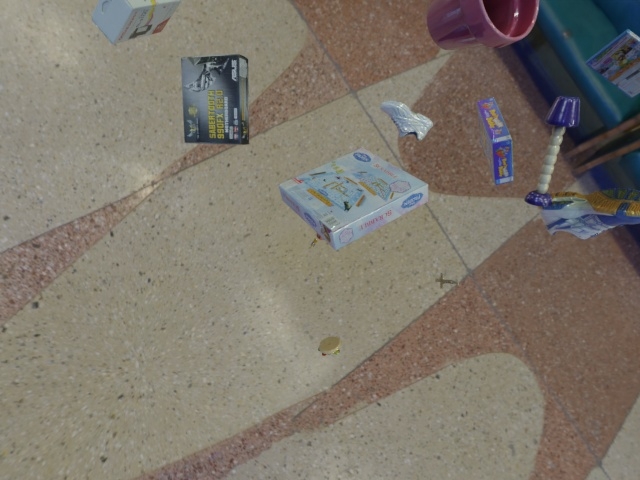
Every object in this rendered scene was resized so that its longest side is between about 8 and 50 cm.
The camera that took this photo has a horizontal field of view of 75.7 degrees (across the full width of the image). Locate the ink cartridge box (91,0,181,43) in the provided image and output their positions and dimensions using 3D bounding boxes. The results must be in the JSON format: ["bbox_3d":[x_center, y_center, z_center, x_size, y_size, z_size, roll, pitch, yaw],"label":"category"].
[{"bbox_3d":[-0.442,-0.560,0.998,0.072,0.127,0.175,51,41,-14],"label":"ink cartridge box"}]

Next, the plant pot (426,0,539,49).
[{"bbox_3d":[0.347,-0.521,0.922,0.201,0.180,0.202,-3,95,-31],"label":"plant pot"}]

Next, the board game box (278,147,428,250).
[{"bbox_3d":[0.088,-0.139,1.206,0.317,0.066,0.318,-27,42,-17],"label":"board game box"}]

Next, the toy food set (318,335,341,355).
[{"bbox_3d":[0.032,0.356,1.389,0.083,0.083,0.020,-68,144,-57],"label":"toy food set"}]

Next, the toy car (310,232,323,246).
[{"bbox_3d":[0.000,0.000,1.408,0.060,0.122,0.041,33,57,10],"label":"toy car"}]

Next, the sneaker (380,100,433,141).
[{"bbox_3d":[0.337,-0.486,1.688,0.232,0.090,0.115,29,95,6],"label":"sneaker"}]

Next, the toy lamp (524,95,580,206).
[{"bbox_3d":[0.598,-0.227,1.060,0.080,0.080,0.275,-15,121,-27],"label":"toy lamp"}]

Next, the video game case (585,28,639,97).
[{"bbox_3d":[0.808,-0.457,1.076,0.166,0.119,0.015,32,67,-6],"label":"video game case"}]

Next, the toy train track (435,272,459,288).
[{"bbox_3d":[0.390,0.125,1.263,0.014,0.083,0.048,2,90,-36],"label":"toy train track"}]

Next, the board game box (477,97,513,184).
[{"bbox_3d":[0.799,-0.458,1.889,0.233,0.077,0.348,63,23,-43],"label":"board game box"}]

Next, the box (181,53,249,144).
[{"bbox_3d":[-0.291,-0.385,1.142,0.182,0.056,0.231,6,103,17],"label":"box"}]

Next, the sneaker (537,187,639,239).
[{"bbox_3d":[0.777,-0.067,1.158,0.111,0.296,0.131,-36,113,-23],"label":"sneaker"}]
